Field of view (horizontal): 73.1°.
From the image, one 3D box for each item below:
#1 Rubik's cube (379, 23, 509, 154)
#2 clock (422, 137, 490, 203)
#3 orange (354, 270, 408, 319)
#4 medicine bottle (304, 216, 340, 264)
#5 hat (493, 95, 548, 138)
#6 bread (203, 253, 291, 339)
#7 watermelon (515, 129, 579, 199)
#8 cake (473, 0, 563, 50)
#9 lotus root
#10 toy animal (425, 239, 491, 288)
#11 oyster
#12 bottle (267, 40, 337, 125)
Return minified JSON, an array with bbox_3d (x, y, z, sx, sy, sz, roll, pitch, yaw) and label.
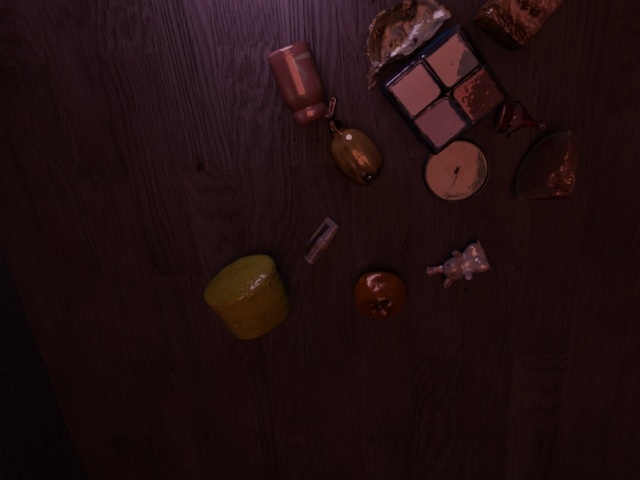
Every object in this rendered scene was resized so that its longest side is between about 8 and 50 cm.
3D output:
[{"bbox_3d":[0.434,-0.544,1.581,0.313,0.318,0.316,-38,105,15],"label":"Rubik's cube"},{"bbox_3d":[0.567,-0.287,1.805,0.280,0.055,0.281,2,110,4],"label":"clock"},{"bbox_3d":[0.269,0.247,1.965,0.248,0.183,0.249,1,112,3],"label":"orange"},{"bbox_3d":[0.000,0.000,1.966,0.092,0.061,0.221,41,109,10],"label":"medicine bottle"},{"bbox_3d":[0.796,-0.481,1.700,0.227,0.129,0.140,6,87,-16],"label":"hat"},{"bbox_3d":[-0.323,0.260,1.953,0.348,0.348,0.308,-17,115,11],"label":"bread"},{"bbox_3d":[0.931,-0.271,1.703,0.148,0.226,0.318,7,126,-26],"label":"watermelon"},{"bbox_3d":[0.715,-0.841,1.507,0.198,0.196,0.293,37,110,-7],"label":"cake"},{"bbox_3d":[0.128,-0.365,1.757,0.182,0.183,0.310,-38,99,17],"label":"lotus root"},{"bbox_3d":[0.612,0.118,1.906,0.282,0.138,0.141,-25,75,9],"label":"toy animal"},{"bbox_3d":[0.287,-0.773,1.636,0.396,0.111,0.204,-36,86,17],"label":"oyster"},{"bbox_3d":[-0.062,-0.604,1.676,0.206,0.173,0.297,-15,108,18],"label":"bottle"}]
